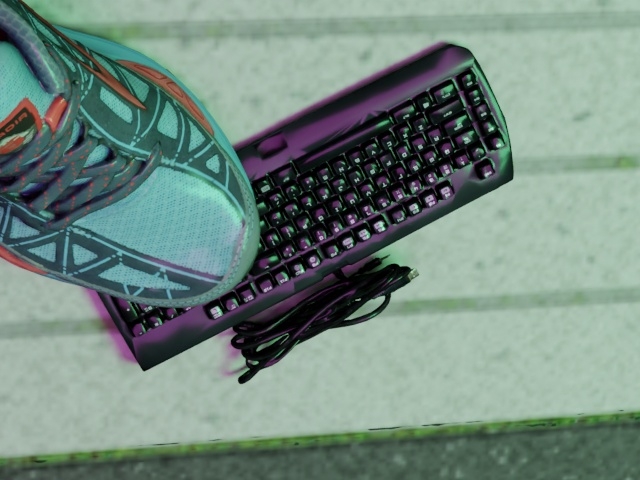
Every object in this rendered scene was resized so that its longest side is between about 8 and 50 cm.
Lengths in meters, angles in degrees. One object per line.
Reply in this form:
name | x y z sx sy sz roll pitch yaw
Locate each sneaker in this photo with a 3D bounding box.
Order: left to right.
sneaker | -0.127 -0.043 0.695 0.262 0.125 0.104 35 100 -24

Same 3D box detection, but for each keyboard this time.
keyboard | 0.000 0.000 0.795 0.192 0.038 0.100 -28 117 1
